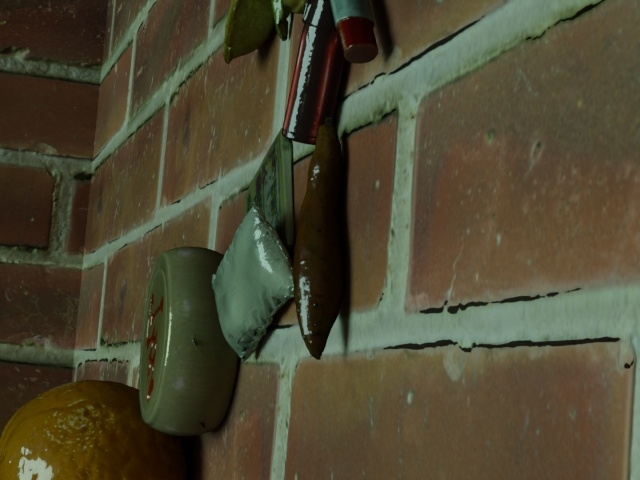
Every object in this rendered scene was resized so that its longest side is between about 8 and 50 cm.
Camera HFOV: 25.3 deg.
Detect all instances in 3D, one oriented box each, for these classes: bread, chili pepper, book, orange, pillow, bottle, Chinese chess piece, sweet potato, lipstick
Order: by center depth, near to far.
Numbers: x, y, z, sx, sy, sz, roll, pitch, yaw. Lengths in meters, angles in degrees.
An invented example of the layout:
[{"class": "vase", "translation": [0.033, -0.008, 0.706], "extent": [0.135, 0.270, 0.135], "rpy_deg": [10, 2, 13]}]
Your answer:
[{"class": "lipstick", "translation": [0.024, -0.279, 1.513], "extent": [0.274, 0.061, 0.068], "rpy_deg": [-100, 24, -44]}, {"class": "sweet potato", "translation": [-0.001, 0.000, 1.514], "extent": [0.057, 0.057, 0.264], "rpy_deg": [127, 147, -61]}, {"class": "bottle", "translation": [-0.003, -0.191, 1.580], "extent": [0.060, 0.060, 0.164], "rpy_deg": [-124, 44, -66]}, {"class": "pillow", "translation": [-0.086, 0.055, 1.764], "extent": [0.128, 0.051, 0.229], "rpy_deg": [67, 153, 19]}, {"class": "book", "translation": [-0.066, -0.027, 1.820], "extent": [0.192, 0.013, 0.168], "rpy_deg": [123, 148, -58]}, {"class": "chili pepper", "translation": [-0.053, -0.364, 1.851], "extent": [0.049, 0.043, 0.208], "rpy_deg": [-32, 53, 54]}, {"class": "bread", "translation": [-0.089, -0.327, 1.940], "extent": [0.149, 0.065, 0.187], "rpy_deg": [-85, 9, -47]}, {"class": "Chinese chess piece", "translation": [-0.188, 0.141, 2.012], "extent": [0.273, 0.102, 0.273], "rpy_deg": [-174, 90, -73]}, {"class": "orange", "translation": [-0.354, 0.375, 2.148], "extent": [0.340, 0.293, 0.340], "rpy_deg": [-175, 90, -75]}]

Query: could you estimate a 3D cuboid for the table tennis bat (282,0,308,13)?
[{"class": "table tennis bat", "translation": [-0.006, -0.422, 1.720], "extent": [0.198, 0.050, 0.321], "rpy_deg": [142, 137, -66]}]
